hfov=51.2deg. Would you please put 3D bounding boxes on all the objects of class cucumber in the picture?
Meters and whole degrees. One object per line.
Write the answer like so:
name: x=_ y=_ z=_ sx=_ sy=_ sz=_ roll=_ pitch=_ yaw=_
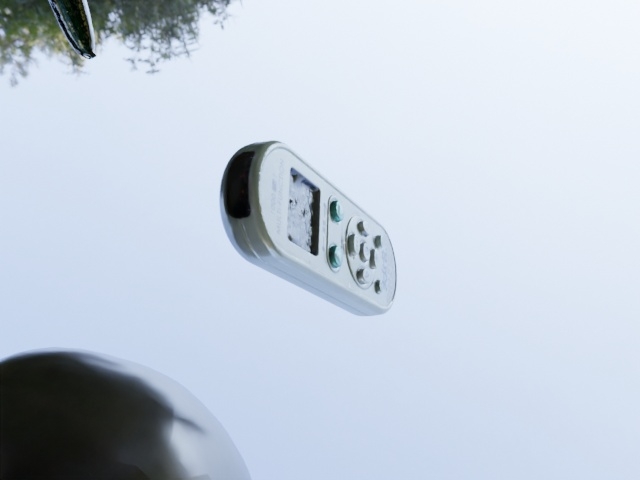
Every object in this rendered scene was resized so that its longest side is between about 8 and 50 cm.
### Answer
cucumber: x=-0.234 y=-0.252 z=0.587 sx=0.036 sy=0.184 sz=0.033 roll=-26 pitch=-145 yaw=-31

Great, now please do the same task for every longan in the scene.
longan: x=-0.131 y=0.168 z=0.379 sx=0.196 sy=0.220 sz=0.196 roll=-17 pitch=-147 yaw=12

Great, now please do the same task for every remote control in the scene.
remote control: x=0.000 y=0.000 z=0.473 sx=0.042 sy=0.221 sz=0.078 roll=-7 pitch=-111 yaw=28
